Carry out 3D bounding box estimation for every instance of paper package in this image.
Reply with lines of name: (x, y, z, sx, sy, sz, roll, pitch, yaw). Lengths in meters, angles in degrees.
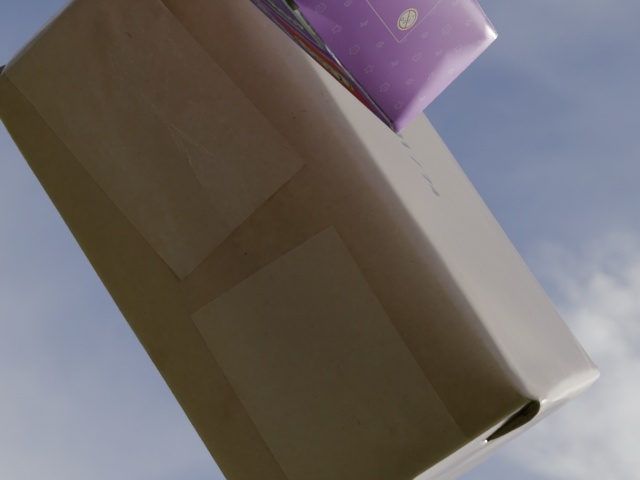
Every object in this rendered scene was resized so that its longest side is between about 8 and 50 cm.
paper package: (0.000, 0.000, 0.991, 0.168, 0.309, 0.325, -36, -100, 13)

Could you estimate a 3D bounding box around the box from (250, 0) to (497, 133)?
box: (-0.076, -0.181, 0.604, 0.293, 0.057, 0.201, 46, 1, 35)
